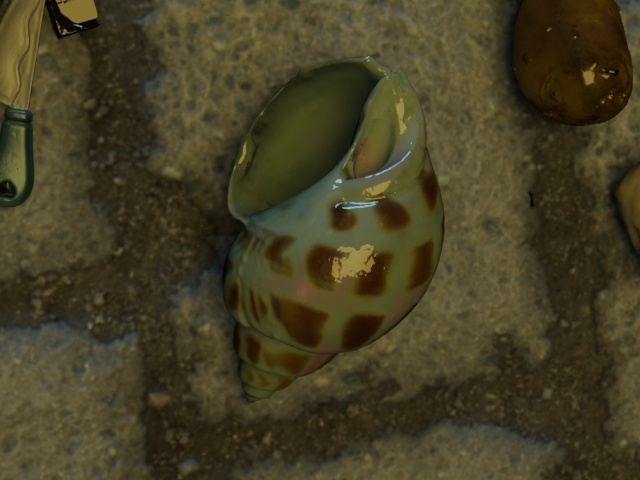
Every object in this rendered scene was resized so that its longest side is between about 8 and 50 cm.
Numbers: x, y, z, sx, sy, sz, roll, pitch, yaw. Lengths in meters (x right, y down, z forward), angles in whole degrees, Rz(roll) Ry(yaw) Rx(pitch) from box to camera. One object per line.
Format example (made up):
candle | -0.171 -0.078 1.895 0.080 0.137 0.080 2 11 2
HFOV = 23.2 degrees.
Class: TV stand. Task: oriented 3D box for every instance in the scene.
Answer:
TV stand | -0.289 -0.340 1.621 0.049 0.040 0.256 -18 98 -13

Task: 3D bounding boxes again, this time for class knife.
knife | -0.318 -0.155 1.616 0.058 0.032 0.244 5 99 -1

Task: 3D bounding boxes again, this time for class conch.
conch | 0.000 -0.001 1.642 0.249 0.197 0.368 39 87 23

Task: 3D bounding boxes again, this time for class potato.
potato | 0.280 -0.209 1.738 0.137 0.137 0.176 0 72 -15

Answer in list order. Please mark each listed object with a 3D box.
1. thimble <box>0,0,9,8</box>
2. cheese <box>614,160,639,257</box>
thimble | -0.416 -0.260 1.540 0.229 0.148 0.196 -14 97 -11
cheese | 0.475 -0.056 1.789 0.263 0.093 0.159 -24 85 0
